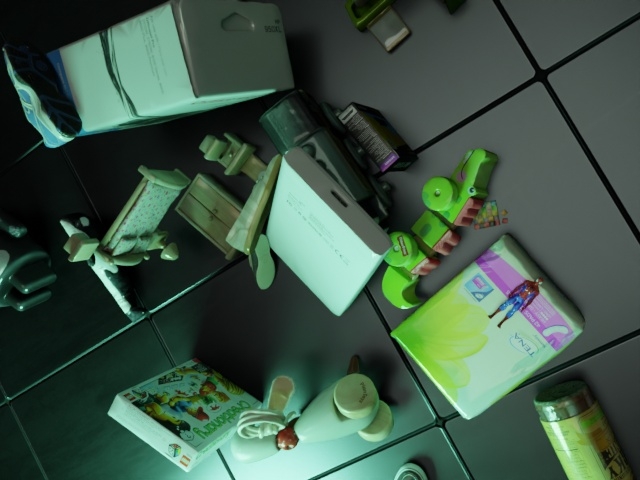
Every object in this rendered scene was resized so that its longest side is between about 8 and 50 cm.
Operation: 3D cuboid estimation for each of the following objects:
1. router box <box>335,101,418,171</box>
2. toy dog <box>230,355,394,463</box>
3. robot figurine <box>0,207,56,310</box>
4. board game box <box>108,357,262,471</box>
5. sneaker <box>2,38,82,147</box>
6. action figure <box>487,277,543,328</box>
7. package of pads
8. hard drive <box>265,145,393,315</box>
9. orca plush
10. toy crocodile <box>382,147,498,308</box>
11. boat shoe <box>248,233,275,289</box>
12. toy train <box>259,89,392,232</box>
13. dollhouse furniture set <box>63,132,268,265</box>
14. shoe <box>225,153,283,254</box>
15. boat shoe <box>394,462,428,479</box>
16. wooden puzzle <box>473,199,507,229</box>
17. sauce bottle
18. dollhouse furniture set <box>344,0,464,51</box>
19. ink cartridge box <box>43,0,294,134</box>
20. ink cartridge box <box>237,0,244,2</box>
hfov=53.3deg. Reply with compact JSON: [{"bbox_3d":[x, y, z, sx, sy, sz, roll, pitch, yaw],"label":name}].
[{"bbox_3d":[0.111,-0.192,1.203,0.046,0.179,0.133,-42,82,19],"label":"router box"},{"bbox_3d":[-0.018,0.332,1.297,0.333,0.161,0.220,-3,136,-9],"label":"toy dog"},{"bbox_3d":[-0.763,0.044,1.523,0.278,0.173,0.209,36,81,12],"label":"robot figurine"},{"bbox_3d":[-0.264,0.344,1.308,0.193,0.305,0.053,31,101,13],"label":"board game box"},{"bbox_3d":[-0.518,-0.264,1.156,0.081,0.080,0.211,-29,88,39],"label":"sneaker"},{"bbox_3d":[0.348,0.106,1.124,0.115,0.030,0.038,-47,73,13],"label":"action figure"},{"bbox_3d":[0.318,0.166,1.207,0.296,0.101,0.229,-43,80,17],"label":"package of pads"},{"bbox_3d":[0.000,0.000,1.192,0.047,0.353,0.233,-40,79,-22],"label":"hard drive"},{"bbox_3d":[-0.469,0.044,1.461,0.102,0.151,0.287,-35,79,-13],"label":"orca plush"},{"bbox_3d":[0.223,-0.022,1.202,0.105,0.115,0.340,44,108,31],"label":"toy crocodile"},{"bbox_3d":[-0.131,0.040,1.364,0.043,0.049,0.137,25,133,43],"label":"boat shoe"},{"bbox_3d":[0.015,-0.142,1.233,0.142,0.190,0.334,-34,84,18],"label":"toy train"},{"bbox_3d":[-0.259,-0.056,1.246,0.174,0.355,0.303,39,105,11],"label":"dollhouse furniture set"},{"bbox_3d":[-0.126,-0.081,1.288,0.058,0.076,0.219,22,85,14],"label":"shoe"},{"bbox_3d":[0.169,0.575,1.303,0.080,0.076,0.229,14,99,17],"label":"boat shoe"},{"bbox_3d":[0.320,-0.050,1.236,0.083,0.006,0.049,-11,91,19],"label":"wooden puzzle"},{"bbox_3d":[0.511,0.429,1.162,0.111,0.111,0.344,-27,88,19],"label":"sauce bottle"},{"bbox_3d":[0.117,-0.455,1.112,0.197,0.301,0.151,-39,79,15],"label":"dollhouse furniture set"},{"bbox_3d":[-0.292,-0.319,1.212,0.395,0.285,0.166,-5,103,36],"label":"ink cartridge box"},{"bbox_3d":[-0.176,-0.424,1.338,0.115,0.067,0.198,-37,84,18],"label":"ink cartridge box"}]
